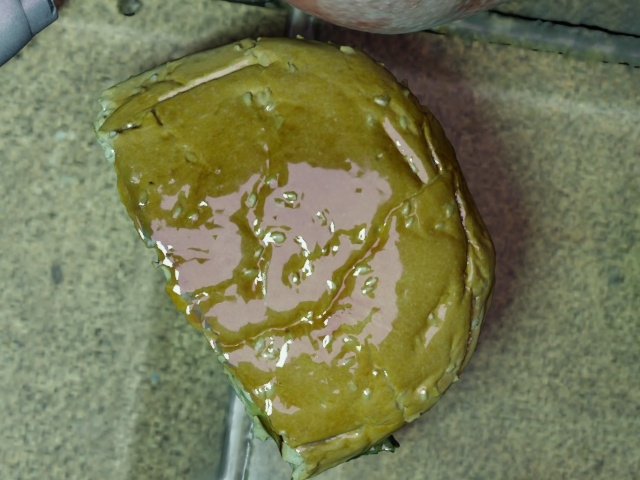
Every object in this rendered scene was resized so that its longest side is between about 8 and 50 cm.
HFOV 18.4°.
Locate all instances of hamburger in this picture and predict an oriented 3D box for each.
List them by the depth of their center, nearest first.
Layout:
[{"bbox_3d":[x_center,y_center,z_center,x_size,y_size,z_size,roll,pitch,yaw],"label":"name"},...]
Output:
[{"bbox_3d":[0.000,0.000,1.299,0.211,0.132,0.309,-30,97,-6],"label":"hamburger"}]

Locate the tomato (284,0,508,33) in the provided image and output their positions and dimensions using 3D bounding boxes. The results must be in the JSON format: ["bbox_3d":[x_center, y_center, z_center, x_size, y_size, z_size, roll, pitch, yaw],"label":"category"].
[{"bbox_3d":[0.064,-0.276,1.202,0.316,0.317,0.282,-37,67,-7],"label":"tomato"}]

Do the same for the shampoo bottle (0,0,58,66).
[{"bbox_3d":[-0.285,-0.122,1.273,0.233,0.049,0.087,-23,96,-9],"label":"shampoo bottle"}]
